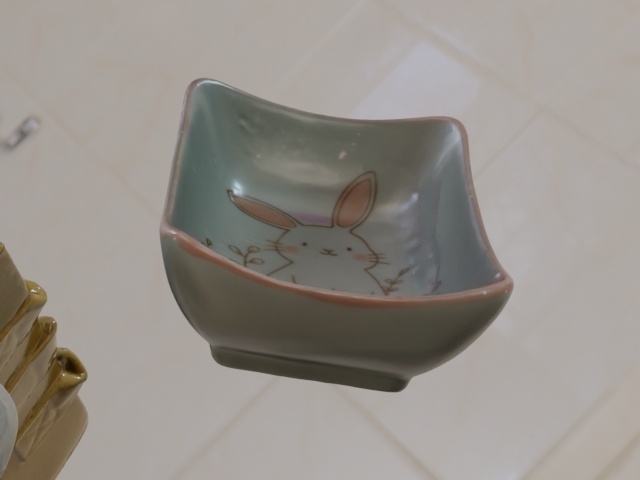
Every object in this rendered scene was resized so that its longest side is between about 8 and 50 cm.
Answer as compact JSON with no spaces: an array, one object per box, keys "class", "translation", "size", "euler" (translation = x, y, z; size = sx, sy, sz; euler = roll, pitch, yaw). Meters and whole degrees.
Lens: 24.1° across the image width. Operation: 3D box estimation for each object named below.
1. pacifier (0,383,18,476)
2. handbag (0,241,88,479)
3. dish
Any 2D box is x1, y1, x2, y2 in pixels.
[{"class":"pacifier","translation":[-0.241,0.078,0.693],"size":[0.207,0.279,0.227],"euler":[22,-33,14]},{"class":"handbag","translation":[-0.326,0.158,1.235],"size":[0.133,0.283,0.401],"euler":[35,-21,20]},{"class":"dish","translation":[0.000,0.000,0.711],"size":[0.151,0.077,0.212],"euler":[8,25,-6]}]
